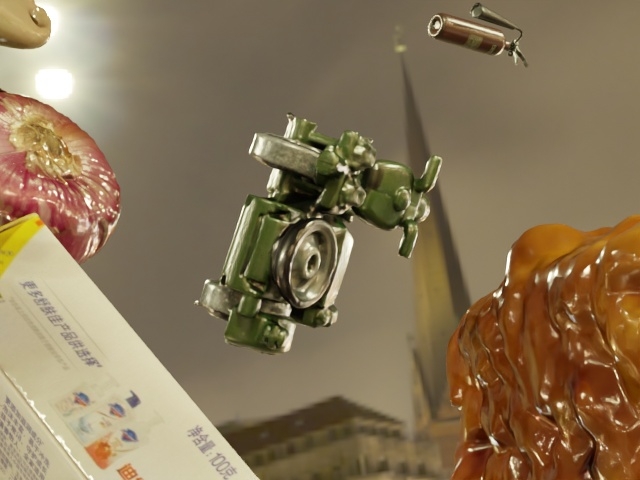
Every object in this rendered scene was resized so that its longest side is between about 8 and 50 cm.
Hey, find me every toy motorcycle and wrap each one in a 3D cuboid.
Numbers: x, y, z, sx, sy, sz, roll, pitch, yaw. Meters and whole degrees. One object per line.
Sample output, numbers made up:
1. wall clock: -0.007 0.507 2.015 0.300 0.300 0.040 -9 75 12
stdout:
1. toy motorcycle: 0.000 0.000 1.123 0.127 0.205 0.275 17 0 21

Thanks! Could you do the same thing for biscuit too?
1. biscuit: 0.142 0.147 0.596 0.111 0.312 0.318 -1 -10 -13

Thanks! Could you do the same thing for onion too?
1. onion: -0.334 -0.048 1.409 0.230 0.230 0.163 18 -59 -46

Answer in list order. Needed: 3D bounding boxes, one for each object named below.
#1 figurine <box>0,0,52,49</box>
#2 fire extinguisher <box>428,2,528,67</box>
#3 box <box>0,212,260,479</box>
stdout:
1. figurine: -0.265 -0.152 0.705 0.203 0.248 0.381 26 -37 -34
2. fire extinguisher: 0.146 -0.186 1.155 0.100 0.032 0.046 9 -60 -31
3. box: -0.169 0.136 0.873 0.097 0.265 0.168 -27 -26 -40
